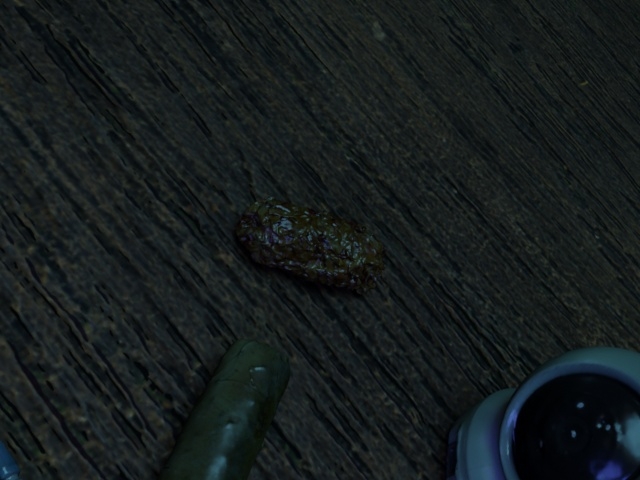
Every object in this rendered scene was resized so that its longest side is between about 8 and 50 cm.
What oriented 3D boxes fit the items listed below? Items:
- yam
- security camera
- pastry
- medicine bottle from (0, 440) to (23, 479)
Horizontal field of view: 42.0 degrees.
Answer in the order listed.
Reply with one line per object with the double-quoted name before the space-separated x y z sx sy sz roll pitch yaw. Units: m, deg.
"yam" -0.104 0.206 0.647 0.071 0.067 0.317 15 49 13
"security camera" 0.250 0.203 0.768 0.194 0.236 0.195 17 55 -26
"pastry" 0.000 0.002 0.850 0.169 0.063 0.087 14 52 -24
"medicine bottle" -0.226 0.189 0.549 0.092 0.061 0.221 -20 67 -50
